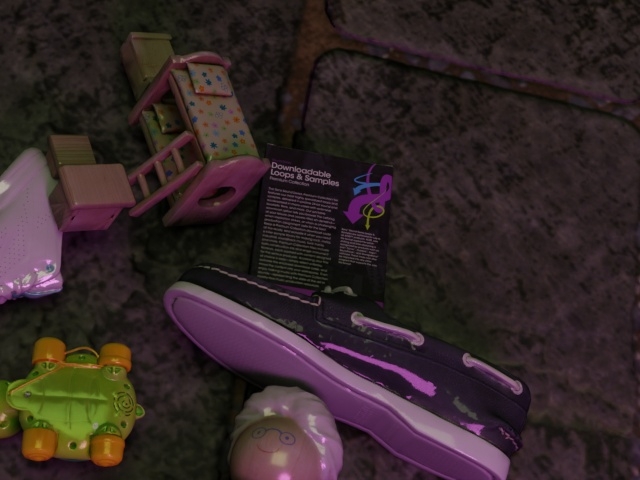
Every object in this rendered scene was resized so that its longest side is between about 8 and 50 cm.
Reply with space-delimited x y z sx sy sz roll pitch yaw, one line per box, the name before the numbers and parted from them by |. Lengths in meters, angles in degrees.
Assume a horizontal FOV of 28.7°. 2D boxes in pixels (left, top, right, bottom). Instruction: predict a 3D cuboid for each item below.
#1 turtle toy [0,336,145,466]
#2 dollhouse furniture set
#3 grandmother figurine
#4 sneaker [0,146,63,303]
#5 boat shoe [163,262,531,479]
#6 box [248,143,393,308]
turtle toy | -0.197 0.126 0.938 0.130 0.066 0.095 6 62 -9
dollhouse furniture set | -0.153 -0.113 1.020 0.160 0.101 0.182 -5 63 -38
grandmother figurine | -0.056 0.241 0.852 0.207 0.104 0.342 17 46 2
sneaker | -0.251 0.024 0.979 0.094 0.080 0.212 37 60 -5
boat shoe | 0.024 0.090 0.984 0.302 0.114 0.091 31 64 -9
box | 0.000 0.000 1.067 0.116 0.029 0.162 10 63 -8
